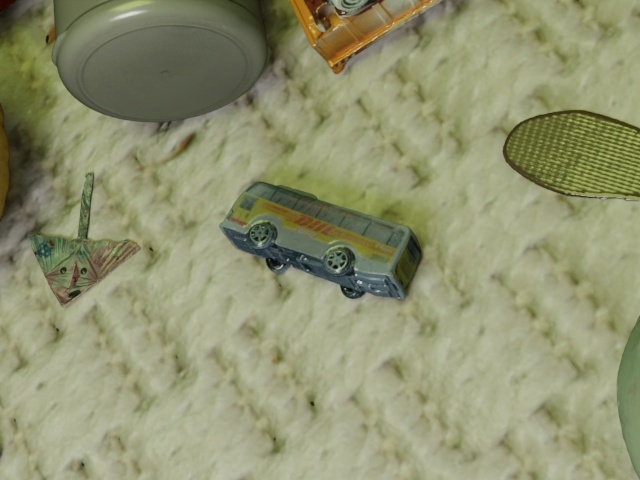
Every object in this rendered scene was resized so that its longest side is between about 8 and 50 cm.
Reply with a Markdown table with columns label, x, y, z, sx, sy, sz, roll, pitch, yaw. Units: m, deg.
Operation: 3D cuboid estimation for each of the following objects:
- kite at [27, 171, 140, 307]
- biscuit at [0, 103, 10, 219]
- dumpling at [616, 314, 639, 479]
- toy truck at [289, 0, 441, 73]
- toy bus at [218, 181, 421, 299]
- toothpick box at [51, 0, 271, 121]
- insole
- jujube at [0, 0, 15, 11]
| label | x | y | z | sx | sy | sz | roll | pitch | yaw |
| --- | --- | --- | --- | --- | --- | --- | --- | --- | --- |
| kite | -0.247 | -0.001 | 1.435 | 0.137 | 0.005 | 0.152 | 6 | 72 | 21 |
| biscuit | -0.441 | -0.082 | 1.460 | 0.296 | 0.102 | 0.296 | 1 | 91 | 35 |
| dumpling | 0.361 | 0.106 | 1.047 | 0.320 | 0.212 | 0.270 | 56 | 132 | 15 |
| toy truck | 0.092 | -0.287 | 1.345 | 0.270 | 0.135 | 0.114 | -30 | 64 | 13 |
| toy bus | 0.000 | 0.000 | 1.304 | 0.191 | 0.064 | 0.075 | 19 | 72 | 27 |
| toothpick box | -0.178 | -0.296 | 1.421 | 0.229 | 0.229 | 0.316 | -17 | 63 | 15 |
| insole | 0.286 | -0.067 | 1.248 | 0.253 | 0.005 | 0.086 | 17 | 77 | 26 |
| jujube | -0.384 | -0.346 | 1.532 | 0.250 | 0.174 | 0.174 | -40 | 61 | 4 |
